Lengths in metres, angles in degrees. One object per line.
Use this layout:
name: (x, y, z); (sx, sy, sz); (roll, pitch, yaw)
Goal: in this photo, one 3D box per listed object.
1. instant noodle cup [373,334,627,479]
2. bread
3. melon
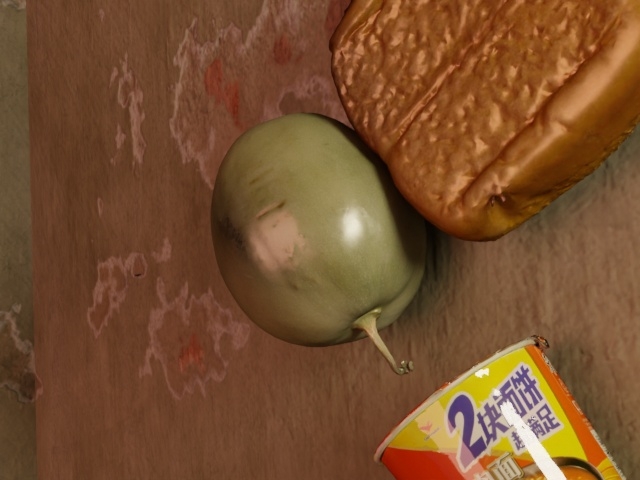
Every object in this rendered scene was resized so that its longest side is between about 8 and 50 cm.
instant noodle cup: (0.183, 0.223, 0.731); (0.174, 0.213, 0.213); (54, 129, 26)
bread: (0.185, -0.189, 0.772); (0.337, 0.148, 0.328); (-53, 55, 34)
melon: (-0.007, -0.011, 0.919); (0.308, 0.271, 0.272); (43, 122, 48)
